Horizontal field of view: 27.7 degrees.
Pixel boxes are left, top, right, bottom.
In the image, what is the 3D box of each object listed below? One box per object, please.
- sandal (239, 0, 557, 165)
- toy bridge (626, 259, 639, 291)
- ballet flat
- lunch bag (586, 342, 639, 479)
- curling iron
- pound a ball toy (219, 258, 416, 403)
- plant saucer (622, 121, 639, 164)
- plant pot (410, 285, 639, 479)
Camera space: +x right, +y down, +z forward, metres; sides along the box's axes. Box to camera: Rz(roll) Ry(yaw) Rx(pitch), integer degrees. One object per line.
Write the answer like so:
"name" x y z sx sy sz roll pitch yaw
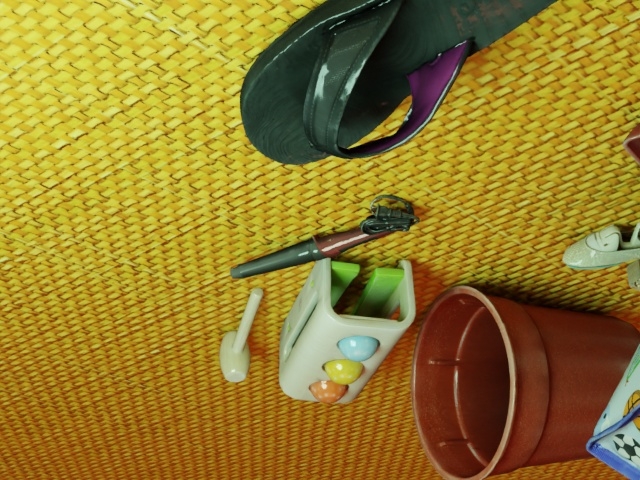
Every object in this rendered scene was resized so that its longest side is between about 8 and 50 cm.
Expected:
"sandal" 0.066 -0.170 1.247 0.168 0.107 0.446 18 146 -32
"toy bridge" 0.500 0.079 1.780 0.188 0.063 0.026 16 147 -29
"ballet flat" 0.392 -0.001 1.654 0.168 0.057 0.052 -6 124 2
"lunch bag" 0.511 0.104 1.411 0.239 0.328 0.385 32 147 6
"curling iron" 0.000 0.000 1.643 0.274 0.035 0.068 -19 143 28
"pound a ball toy" -0.013 0.142 1.803 0.208 0.135 0.319 6 151 -13
"plant saucer" 0.500 -0.112 1.439 0.258 0.047 0.259 -19 148 30
"plant pot" 0.307 0.202 1.826 0.265 0.272 0.272 3 153 -25
